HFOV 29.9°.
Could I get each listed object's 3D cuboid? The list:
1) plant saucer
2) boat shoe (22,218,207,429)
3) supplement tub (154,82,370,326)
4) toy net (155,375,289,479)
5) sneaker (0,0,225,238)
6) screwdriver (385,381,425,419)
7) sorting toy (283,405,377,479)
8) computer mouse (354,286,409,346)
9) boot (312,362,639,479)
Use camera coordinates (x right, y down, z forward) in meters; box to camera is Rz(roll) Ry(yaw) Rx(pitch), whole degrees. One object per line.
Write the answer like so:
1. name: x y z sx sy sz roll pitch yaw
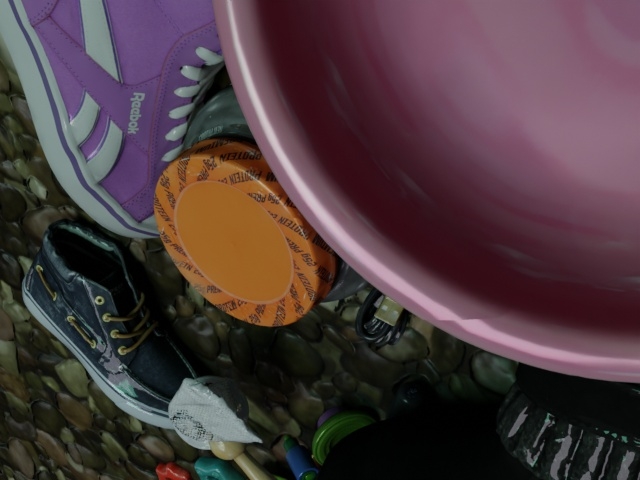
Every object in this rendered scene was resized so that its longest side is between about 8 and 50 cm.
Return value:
1. plant saucer: 0.124 -0.114 0.453 0.332 0.084 0.332 4 104 15
2. boat shoe: -0.152 0.065 0.915 0.183 0.065 0.083 39 137 7
3. supplement tub: 0.011 -0.047 0.596 0.117 0.190 0.117 22 134 24
4. toy net: -0.073 0.159 0.907 0.122 0.045 0.232 16 142 25
5. sneaker: -0.082 -0.094 0.693 0.161 0.102 0.282 4 144 16
6. screwdriver: 0.051 0.152 0.861 0.024 0.025 0.170 31 146 15
7. sorting toy: 0.004 0.153 0.877 0.042 0.061 0.102 -125 35 -46
8. computer mouse: 0.000 0.000 0.738 0.193 0.106 0.042 13 169 45
9. boot: 0.115 0.083 0.658 0.347 0.131 0.260 -3 126 30
